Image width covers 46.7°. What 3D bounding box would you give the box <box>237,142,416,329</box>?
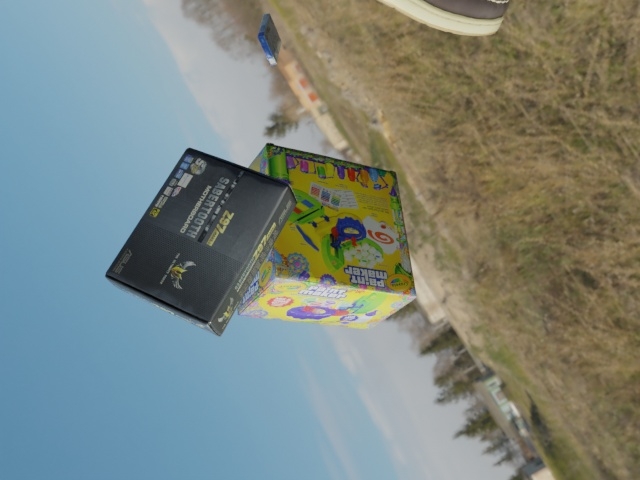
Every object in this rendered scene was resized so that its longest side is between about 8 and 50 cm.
[{"bbox_3d":[0.000,0.000,1.417,0.290,0.177,0.279,10,-122,-27],"label":"box"}]

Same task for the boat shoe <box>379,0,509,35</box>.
[{"bbox_3d":[0.051,-0.258,0.605,0.285,0.092,0.103,20,-142,-22],"label":"boat shoe"}]

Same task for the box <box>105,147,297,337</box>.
[{"bbox_3d":[-0.167,-0.003,1.055,0.183,0.232,0.059,23,162,21],"label":"box"}]

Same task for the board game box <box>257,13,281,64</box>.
[{"bbox_3d":[-0.126,-0.501,1.845,0.090,0.020,0.090,64,-152,-47],"label":"board game box"}]
